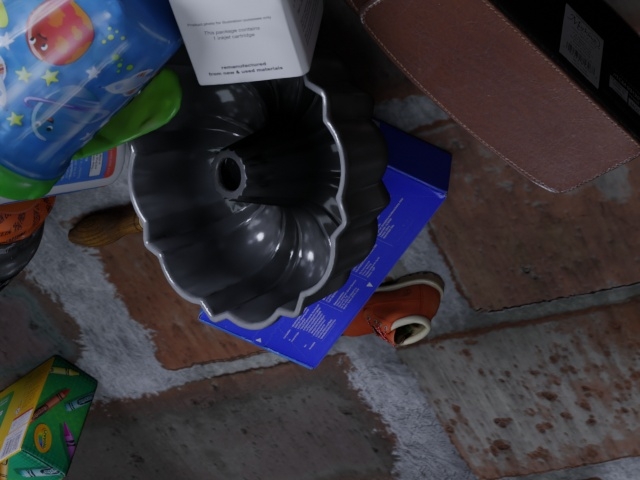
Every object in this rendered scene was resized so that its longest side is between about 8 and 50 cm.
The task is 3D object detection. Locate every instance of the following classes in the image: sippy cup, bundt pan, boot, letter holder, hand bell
[{"bbox_3d":[-0.258,-0.192,1.454,0.224,0.305,0.240,-33,92,19],"label":"sippy cup"},{"bbox_3d":[-0.056,-0.077,1.627,0.330,0.124,0.331,11,106,41],"label":"bundt pan"},{"bbox_3d":[0.077,0.099,1.900,0.158,0.085,0.059,-22,129,33],"label":"boot"},{"bbox_3d":[0.157,-0.183,1.543,0.302,0.152,0.214,39,133,-25],"label":"letter holder"},{"bbox_3d":[-0.220,-0.024,1.849,0.242,0.126,0.126,-9,134,39],"label":"hand bell"}]

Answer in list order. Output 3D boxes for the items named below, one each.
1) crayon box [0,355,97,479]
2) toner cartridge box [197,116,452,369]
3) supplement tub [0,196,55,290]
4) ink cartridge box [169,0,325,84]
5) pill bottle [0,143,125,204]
[{"bbox_3d":[-0.443,0.295,2.164,0.081,0.165,0.278,37,132,-24],"label":"crayon box"},{"bbox_3d":[0.000,0.000,1.808,0.165,0.075,0.348,26,132,-11],"label":"toner cartridge box"},{"bbox_3d":[-0.468,0.001,1.837,0.207,0.207,0.338,33,134,-20],"label":"supplement tub"},{"bbox_3d":[-0.081,-0.316,1.421,0.117,0.201,0.278,-4,134,15],"label":"ink cartridge box"},{"bbox_3d":[-0.335,-0.103,1.664,0.221,0.124,0.124,-12,148,-33],"label":"pill bottle"}]
